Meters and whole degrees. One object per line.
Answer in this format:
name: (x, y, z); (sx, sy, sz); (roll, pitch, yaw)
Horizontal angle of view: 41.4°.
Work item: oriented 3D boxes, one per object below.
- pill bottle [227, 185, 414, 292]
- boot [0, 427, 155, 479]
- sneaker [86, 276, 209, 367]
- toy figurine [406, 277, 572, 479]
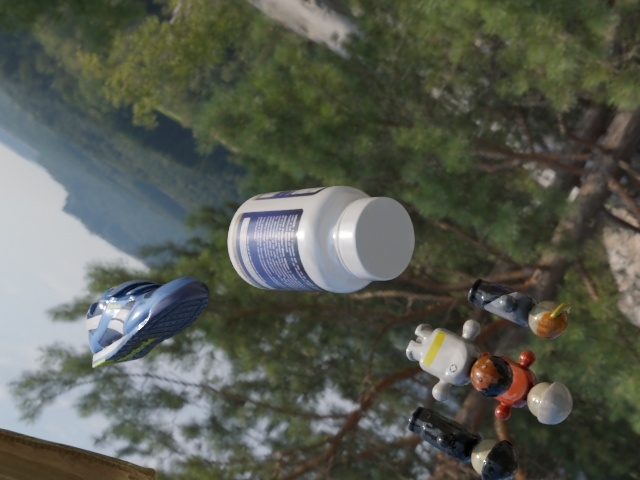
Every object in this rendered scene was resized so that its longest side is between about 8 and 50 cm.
pill bottle: (0.000, 0.000, 0.756); (0.094, 0.094, 0.169); (35, 158, -33)
boot: (-0.277, 0.198, 0.549); (0.270, 0.236, 0.089); (24, -151, -17)
sneaker: (-0.144, 0.055, 0.673); (0.053, 0.144, 0.059); (1, -115, -48)
toy figurine: (0.223, 0.174, 1.075); (0.148, 0.213, 0.209); (24, 130, 39)
